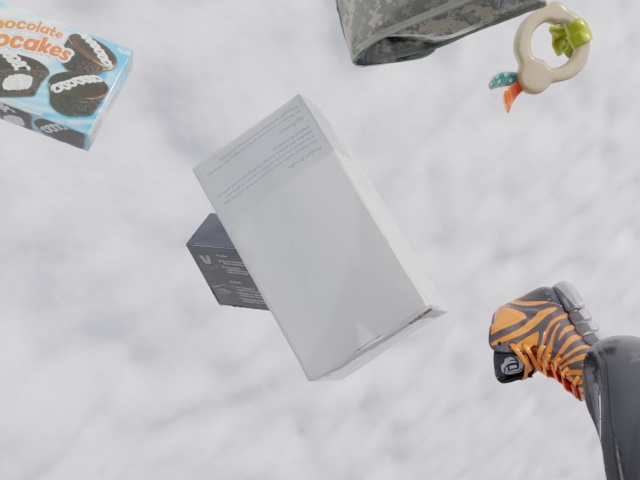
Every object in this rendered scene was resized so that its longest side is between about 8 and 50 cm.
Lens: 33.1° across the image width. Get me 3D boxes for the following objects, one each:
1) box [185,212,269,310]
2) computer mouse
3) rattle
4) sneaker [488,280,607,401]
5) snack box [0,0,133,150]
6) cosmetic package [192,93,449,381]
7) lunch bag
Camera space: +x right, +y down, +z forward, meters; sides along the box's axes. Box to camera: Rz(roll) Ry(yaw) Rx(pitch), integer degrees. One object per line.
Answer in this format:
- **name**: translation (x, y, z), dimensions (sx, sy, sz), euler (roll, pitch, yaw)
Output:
- **box**: translation (-0.133, 0.039, 1.947), dimensions (0.093, 0.156, 0.158), euler (-56, 136, -36)
- **computer mouse**: translation (0.337, 0.189, 0.966), dimensions (0.060, 0.184, 0.262), euler (90, 5, -54)
- **rattle**: translation (0.346, -0.293, 1.786), dimensions (0.130, 0.143, 0.199), euler (35, 91, -21)
- **sneaker**: translation (0.372, 0.208, 1.705), dimensions (0.180, 0.321, 0.124), euler (-18, 128, -5)
- **snack box**: translation (-0.494, -0.287, 1.777), dimensions (0.060, 0.322, 0.187), euler (110, 0, -61)
- **cosmetic package**: translation (0.000, 0.000, 1.633), dimensions (0.217, 0.385, 0.156), euler (-32, 166, 13)
- **lunch bag**: translation (0.143, -0.397, 1.521), dimensions (0.287, 0.235, 0.169), euler (-18, 170, 24)
